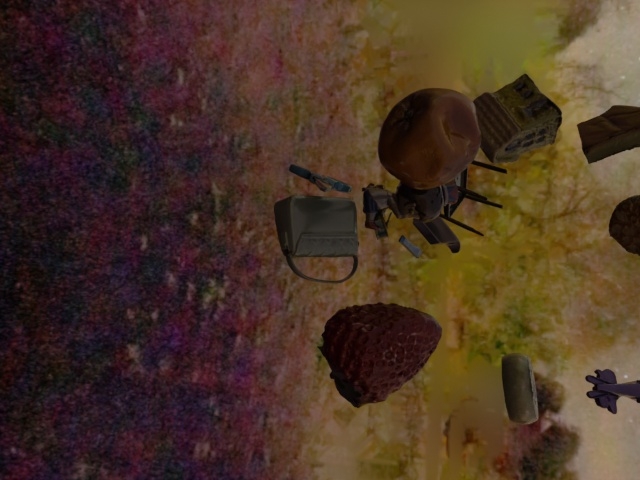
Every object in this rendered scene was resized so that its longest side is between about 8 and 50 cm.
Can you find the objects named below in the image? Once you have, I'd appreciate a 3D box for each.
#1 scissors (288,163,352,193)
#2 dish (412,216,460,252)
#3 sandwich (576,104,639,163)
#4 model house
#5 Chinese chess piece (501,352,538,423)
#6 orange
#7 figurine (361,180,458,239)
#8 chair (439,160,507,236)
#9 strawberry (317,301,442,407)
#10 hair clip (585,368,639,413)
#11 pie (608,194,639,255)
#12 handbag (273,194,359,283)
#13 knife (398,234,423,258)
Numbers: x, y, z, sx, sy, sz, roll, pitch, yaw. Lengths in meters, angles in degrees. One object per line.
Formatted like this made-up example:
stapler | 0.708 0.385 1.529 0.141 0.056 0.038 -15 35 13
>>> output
scissors | 0.005 -0.151 1.327 0.447 0.193 0.029 -99 -150 -80
dish | 0.453 -0.031 2.018 0.234 0.064 0.154 48 -10 -2
sandwich | 0.862 -0.332 1.436 0.063 0.245 0.212 55 35 -24
model house | 0.554 -0.340 1.518 0.193 0.234 0.175 65 6 28
Chinese chess piece | 0.724 0.537 1.853 0.250 0.101 0.250 -9 90 -67
orange | 0.238 -0.249 1.191 0.183 0.249 0.249 44 44 -35
figurine | 0.251 -0.106 1.443 0.161 0.276 0.158 -85 157 -59
chair | 0.449 -0.166 1.677 0.166 0.272 0.188 -47 145 -30
strawberry | 0.154 0.297 1.453 0.310 0.292 0.291 -40 139 -19
hair clip | 0.943 0.477 1.604 0.090 0.279 0.137 132 -36 -74
pie | 1.039 -0.053 1.650 0.084 0.179 0.205 -28 138 -34
handbag | 0.000 0.000 1.259 0.256 0.079 0.219 0 80 -44
knife | 0.368 0.025 2.073 0.044 0.026 0.296 -55 150 1
